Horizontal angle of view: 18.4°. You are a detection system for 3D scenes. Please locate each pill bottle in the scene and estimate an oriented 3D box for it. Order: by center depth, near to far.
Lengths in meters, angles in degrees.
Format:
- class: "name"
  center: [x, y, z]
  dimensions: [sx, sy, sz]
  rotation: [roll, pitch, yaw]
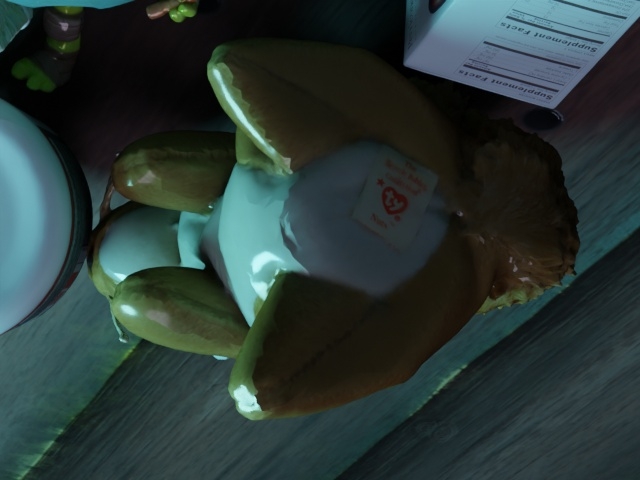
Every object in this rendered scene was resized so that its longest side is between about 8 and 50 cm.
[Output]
- class: "pill bottle"
  center: [-0.302, -0.019, 1.689]
  dimensions: [0.210, 0.210, 0.363]
  rotation: [6, 180, -2]

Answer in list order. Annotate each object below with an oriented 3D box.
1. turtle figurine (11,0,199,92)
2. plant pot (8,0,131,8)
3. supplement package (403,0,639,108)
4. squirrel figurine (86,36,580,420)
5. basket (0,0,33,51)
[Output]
- class: "turtle figurine"
  center: [-0.215, -0.234, 1.561]
  dimensions: [0.269, 0.087, 0.217]
  rotation: [29, 131, -11]
- class: "plant pot"
  center: [-0.128, -0.323, 1.207]
  dimensions: [0.341, 0.341, 0.334]
  rotation: [15, 156, -15]
- class: "supplement package"
  center: [0.171, -0.227, 1.464]
  dimensions: [0.134, 0.139, 0.244]
  rotation: [15, 147, -17]
- class: "squirrel figurine"
  center: [0.000, 0.000, 1.655]
  dimensions: [0.397, 0.281, 0.370]
  rotation: [-9, 174, -28]
- class: "basket"
  center: [-0.304, -0.200, 1.473]
  dimensions: [0.113, 0.103, 0.167]
  rotation: [-23, 113, 11]
